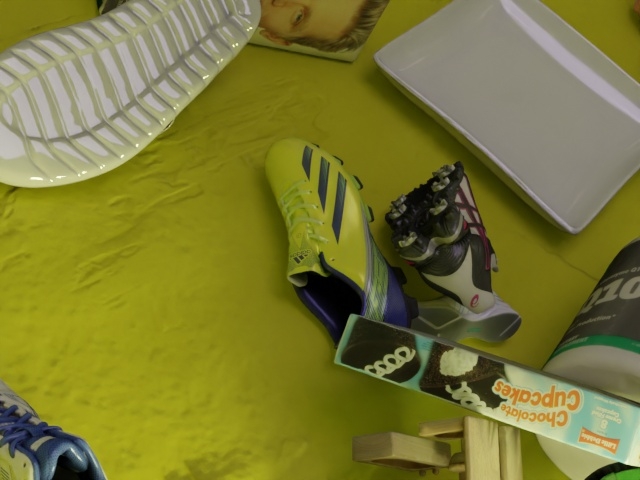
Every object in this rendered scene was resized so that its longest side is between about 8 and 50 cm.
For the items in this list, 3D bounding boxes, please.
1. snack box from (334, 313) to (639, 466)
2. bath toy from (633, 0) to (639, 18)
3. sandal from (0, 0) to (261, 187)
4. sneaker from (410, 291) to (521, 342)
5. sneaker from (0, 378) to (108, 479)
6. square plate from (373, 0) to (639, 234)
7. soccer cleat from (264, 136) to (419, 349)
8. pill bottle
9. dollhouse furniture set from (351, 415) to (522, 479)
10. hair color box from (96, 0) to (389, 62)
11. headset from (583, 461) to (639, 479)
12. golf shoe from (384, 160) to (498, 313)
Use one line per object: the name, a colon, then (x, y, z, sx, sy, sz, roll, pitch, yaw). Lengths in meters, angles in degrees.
snack box: (0.197, 0.153, 1.630, 0.322, 0.060, 0.187, 17, -1, 31)
bath toy: (0.509, -0.370, 2.396, 0.129, 0.151, 0.348, -18, 58, 5)
sandal: (-0.229, -0.174, 1.818, 0.416, 0.102, 0.169, -35, 88, -31)
sneaker: (0.152, 0.084, 1.849, 0.152, 0.053, 0.061, 3, 35, -31)
sneaker: (-0.258, 0.192, 1.455, 0.296, 0.131, 0.112, 45, 47, 14)
square plate: (0.276, -0.184, 2.151, 0.344, 0.049, 0.347, 42, 44, 10)
soccer cleat: (0.001, 0.000, 1.797, 0.121, 0.093, 0.289, -9, 58, -37)
pill bottle: (0.394, 0.114, 1.844, 0.204, 0.204, 0.361, 38, 44, 5)
dollhouse furniture set: (0.119, 0.250, 1.600, 0.144, 0.151, 0.123, 20, 63, -53)
hair color box: (-0.086, -0.338, 1.986, 0.347, 0.174, 0.105, 7, 49, -25)
headset: (0.423, 0.310, 1.530, 0.394, 0.185, 0.243, 29, 31, 28)
golf shoe: (0.144, -0.003, 1.865, 0.120, 0.105, 0.273, 52, 17, -14)
